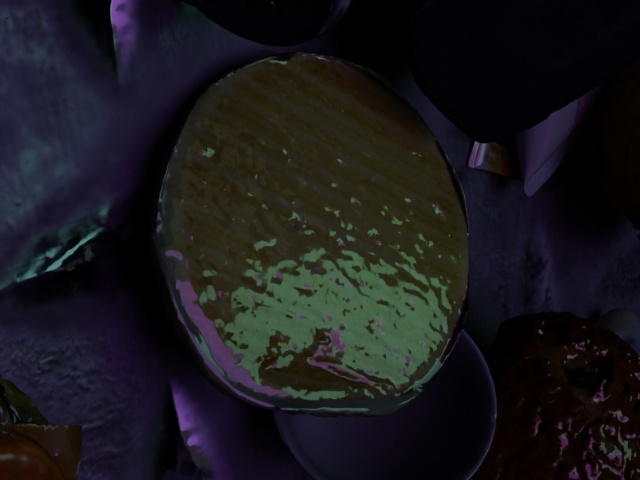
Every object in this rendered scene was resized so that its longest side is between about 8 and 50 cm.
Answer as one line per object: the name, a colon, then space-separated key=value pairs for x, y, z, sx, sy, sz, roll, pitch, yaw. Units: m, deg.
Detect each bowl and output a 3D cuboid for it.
bowl: x=0.045 y=0.144 z=0.927 sx=0.189 sy=0.189 sz=0.086 roll=-49 pitch=169 yaw=-30

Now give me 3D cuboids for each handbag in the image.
handbag: x=0.176 y=-0.217 z=0.894 sx=0.181 sy=0.254 sz=0.181 roll=44 pitch=23 yaw=-25

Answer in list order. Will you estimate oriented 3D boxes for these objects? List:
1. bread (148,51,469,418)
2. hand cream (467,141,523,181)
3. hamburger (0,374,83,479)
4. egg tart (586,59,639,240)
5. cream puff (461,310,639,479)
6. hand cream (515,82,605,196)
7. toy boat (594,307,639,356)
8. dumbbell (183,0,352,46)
bread: x=-0.001 y=-0.006 z=0.859 sx=0.301 sy=0.045 sz=0.301 roll=6 pitch=79 yaw=-35
hand cream: x=0.184 y=-0.077 z=1.110 sx=0.102 sy=0.022 sz=0.035 roll=16 pitch=93 yaw=-43
hamburger: x=-0.223 y=0.170 z=0.661 sx=0.164 sy=0.093 sz=0.189 roll=32 pitch=75 yaw=-47
egg tart: x=0.366 y=-0.113 z=1.198 sx=0.294 sy=0.123 sz=0.294 roll=13 pitch=90 yaw=-68
cream puff: x=0.229 y=0.216 z=1.027 sx=0.303 sy=0.212 sz=0.303 roll=12 pitch=90 yaw=-77
hand cream: x=0.226 y=-0.235 z=1.068 sx=0.185 sy=0.118 sz=0.358 roll=-45 pitch=133 yaw=-42
toy boat: x=0.377 y=0.242 z=1.234 sx=0.215 sy=0.123 sz=0.329 roll=48 pitch=40 yaw=-42
dumbbell: x=0.026 y=-0.296 z=0.783 sx=0.406 sy=0.179 sz=0.179 roll=-51 pitch=130 yaw=-29
